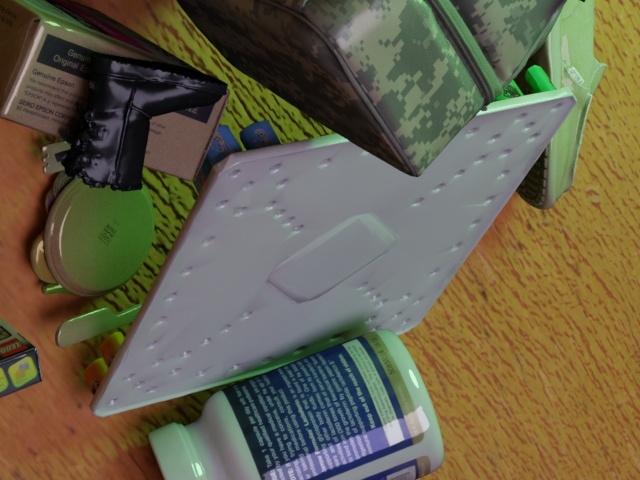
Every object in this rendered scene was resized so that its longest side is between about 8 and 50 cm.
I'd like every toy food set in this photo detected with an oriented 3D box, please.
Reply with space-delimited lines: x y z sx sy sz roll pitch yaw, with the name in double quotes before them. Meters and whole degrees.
"toy food set" -0.210 -0.009 1.802 0.132 0.038 0.192 -17 115 -39

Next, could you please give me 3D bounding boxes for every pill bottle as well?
"pill bottle" -0.026 0.199 1.924 0.264 0.153 0.153 -20 123 -9

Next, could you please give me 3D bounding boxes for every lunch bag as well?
"lunch bag" 0.047 -0.230 1.555 0.256 0.305 0.212 -49 133 -7

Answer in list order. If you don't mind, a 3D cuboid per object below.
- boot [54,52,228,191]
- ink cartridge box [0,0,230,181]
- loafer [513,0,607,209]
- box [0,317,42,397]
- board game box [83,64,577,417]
"boot" -0.136 -0.086 1.497 0.121 0.045 0.099 7 104 -31
"ink cartridge box" -0.217 -0.146 1.595 0.193 0.234 0.088 17 100 -41
"loafer" 0.245 -0.160 2.026 0.092 0.102 0.269 -13 117 -26
"box" -0.358 0.121 1.692 0.207 0.114 0.036 -21 122 -28
"board game box" 0.000 0.000 1.815 0.390 0.050 0.390 -13 150 -34
